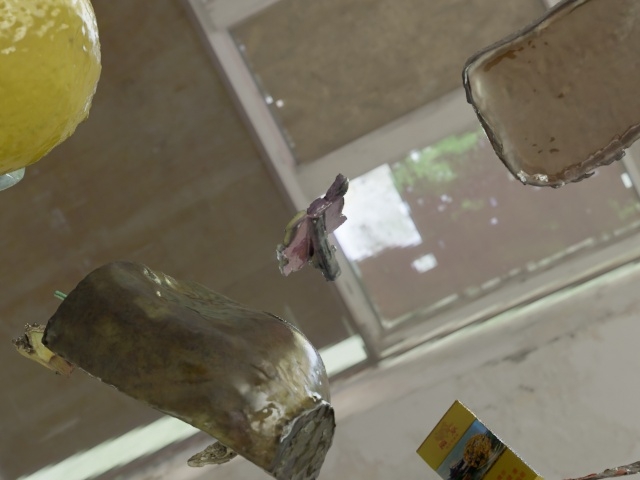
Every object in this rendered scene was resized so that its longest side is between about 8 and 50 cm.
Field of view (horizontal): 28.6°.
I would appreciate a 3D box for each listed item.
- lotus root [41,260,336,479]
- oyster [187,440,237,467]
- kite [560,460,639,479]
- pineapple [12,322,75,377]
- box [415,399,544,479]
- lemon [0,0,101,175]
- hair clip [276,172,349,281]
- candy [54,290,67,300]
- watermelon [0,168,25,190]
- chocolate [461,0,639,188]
[{"bbox_3d":[-0.097,0.134,1.283,0.260,0.267,0.149,24,-95,39],"label":"lotus root"},{"bbox_3d":[-0.176,0.347,2.078,0.083,0.038,0.081,4,152,-37],"label":"oyster"},{"bbox_3d":[0.359,0.269,1.468,0.222,0.008,0.125,-16,173,2],"label":"kite"},{"bbox_3d":[-0.348,0.134,1.590,0.114,0.077,0.114,-11,163,16],"label":"pineapple"},{"bbox_3d":[0.191,0.272,1.522,0.087,0.023,0.155,-55,-133,8],"label":"box"},{"bbox_3d":[-0.227,-0.125,0.772,0.178,0.203,0.178,-31,-136,35],"label":"lemon"},{"bbox_3d":[-0.006,-0.004,1.843,0.146,0.056,0.187,-46,151,-17],"label":"hair clip"},{"bbox_3d":[-0.287,0.112,1.743,0.058,0.194,0.062,-69,166,19],"label":"candy"},{"bbox_3d":[-0.576,-0.149,1.896,0.175,0.322,0.188,-34,147,5],"label":"watermelon"},{"bbox_3d":[0.256,-0.164,1.158,0.261,0.161,0.083,-29,-159,0],"label":"chocolate"}]
